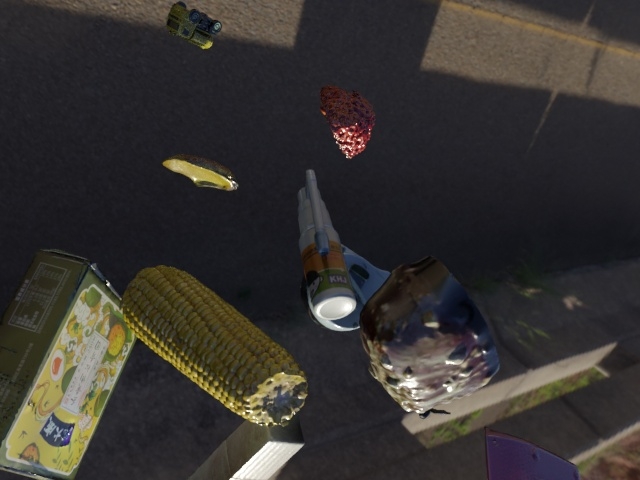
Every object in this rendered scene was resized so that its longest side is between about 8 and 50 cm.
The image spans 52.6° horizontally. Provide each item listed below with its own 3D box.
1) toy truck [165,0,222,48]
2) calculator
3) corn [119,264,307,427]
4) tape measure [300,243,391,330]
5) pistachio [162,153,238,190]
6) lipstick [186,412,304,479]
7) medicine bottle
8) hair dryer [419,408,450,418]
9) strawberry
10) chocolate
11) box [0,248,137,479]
[{"bbox_3d":[-0.212,-0.355,1.069,0.083,0.049,0.054,8,114,-55],"label":"toy truck"},{"bbox_3d":[0.268,0.310,0.790,0.190,0.126,0.034,27,137,-28],"label":"calculator"},{"bbox_3d":[-0.186,0.157,1.047,0.144,0.387,0.144,-29,133,-37],"label":"corn"},{"bbox_3d":[0.050,0.111,1.435,0.182,0.107,0.181,30,68,-25],"label":"tape measure"},{"bbox_3d":[-0.263,-0.158,1.447,0.173,0.049,0.089,20,151,-13],"label":"pistachio"},{"bbox_3d":[-0.166,0.428,1.172,0.080,0.076,0.371,19,126,-34],"label":"lipstick"},{"bbox_3d":[0.000,0.000,0.933,0.061,0.221,0.092,-8,140,-7],"label":"medicine bottle"},{"bbox_3d":[0.289,0.411,1.601,0.079,0.083,0.031,-54,133,-35],"label":"hair dryer"},{"bbox_3d":[0.075,-0.300,1.571,0.111,0.236,0.190,-21,99,10],"label":"strawberry"},{"bbox_3d":[0.188,0.201,1.244,0.210,0.225,0.340,-33,137,-5],"label":"chocolate"},{"bbox_3d":[-0.563,0.280,1.378,0.373,0.138,0.420,86,21,-64],"label":"box"}]
